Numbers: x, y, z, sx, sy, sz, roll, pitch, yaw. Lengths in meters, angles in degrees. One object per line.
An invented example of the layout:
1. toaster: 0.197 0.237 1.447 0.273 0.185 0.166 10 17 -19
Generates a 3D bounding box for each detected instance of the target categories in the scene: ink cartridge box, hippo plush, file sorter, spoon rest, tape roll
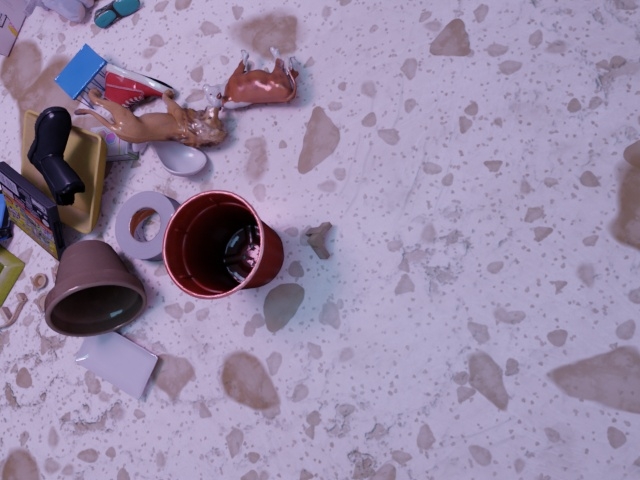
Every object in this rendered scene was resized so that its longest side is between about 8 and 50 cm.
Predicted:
1. ink cartridge box: -1.286 -0.867 1.540 0.171 0.168 0.232 19 86 16
2. hippo plush: -1.003 -0.916 1.493 0.237 0.234 0.294 20 69 45
3. file sorter: -0.808 -0.568 1.414 0.118 0.104 0.170 43 92 16
4. ink cartridge box: -0.729 -0.330 1.379 0.210 0.062 0.108 -2 82 14
5. spoon rest: -0.494 -0.283 1.295 0.277 0.084 0.137 24 49 17
6. tape roll: -0.539 -0.044 1.286 0.220 0.072 0.218 -2 80 13

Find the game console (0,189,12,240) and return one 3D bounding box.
1. game console: -1.267 -0.065 1.415 0.294 0.250 0.173 -6 107 13

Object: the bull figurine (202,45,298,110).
1. bull figurine: -0.213 -0.497 1.264 0.311 0.101 0.188 6 81 14

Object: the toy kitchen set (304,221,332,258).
1. toy kitchen set: 0.000 0.000 1.177 0.068 0.075 0.083 -5 39 48

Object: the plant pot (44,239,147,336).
1. plant pot: -0.692 0.127 1.223 0.263 0.263 0.229 -37 58 5

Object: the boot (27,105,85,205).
1. boot: -0.779 -0.247 1.220 0.246 0.094 0.207 -44 80 29

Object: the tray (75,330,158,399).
1. tray: -0.638 0.371 1.266 0.271 0.030 0.145 23 86 16

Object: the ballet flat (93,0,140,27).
1. ballet flat: -0.745 -0.847 1.466 0.189 0.070 0.070 -23 77 6

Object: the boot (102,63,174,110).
1. boot: -0.627 -0.480 1.379 0.245 0.088 0.176 19 104 5

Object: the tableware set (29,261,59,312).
1. tableware set: -0.917 0.157 1.371 0.169 0.020 0.141 -26 77 8

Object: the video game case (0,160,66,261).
1. video game case: -0.950 -0.091 1.328 0.275 0.035 0.248 34 132 14

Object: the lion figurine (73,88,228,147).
1. lion figurine: -0.502 -0.352 1.224 0.393 0.142 0.240 -20 58 -30

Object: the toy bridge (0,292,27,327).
1. toy bridge: -1.084 0.258 1.392 0.188 0.026 0.063 -38 77 5

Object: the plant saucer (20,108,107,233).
1. plant saucer: -0.844 -0.229 1.345 0.333 0.081 0.332 21 106 15

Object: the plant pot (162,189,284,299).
1. plant pot: -0.233 0.026 1.102 0.273 0.265 0.272 -2 81 14

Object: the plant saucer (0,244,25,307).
1. plant saucer: -1.168 0.117 1.423 0.188 0.045 0.188 29 89 16
